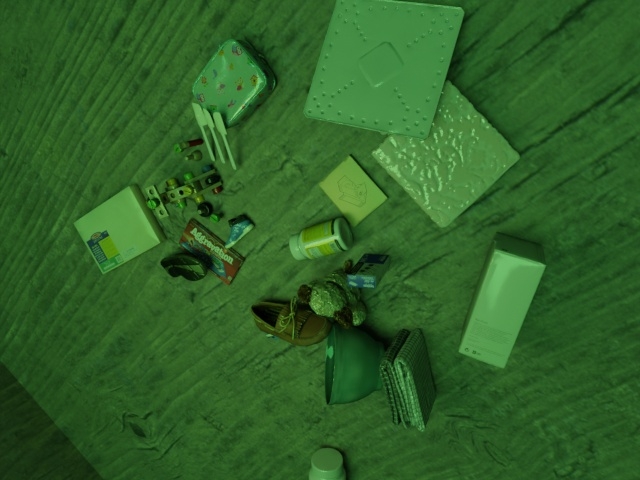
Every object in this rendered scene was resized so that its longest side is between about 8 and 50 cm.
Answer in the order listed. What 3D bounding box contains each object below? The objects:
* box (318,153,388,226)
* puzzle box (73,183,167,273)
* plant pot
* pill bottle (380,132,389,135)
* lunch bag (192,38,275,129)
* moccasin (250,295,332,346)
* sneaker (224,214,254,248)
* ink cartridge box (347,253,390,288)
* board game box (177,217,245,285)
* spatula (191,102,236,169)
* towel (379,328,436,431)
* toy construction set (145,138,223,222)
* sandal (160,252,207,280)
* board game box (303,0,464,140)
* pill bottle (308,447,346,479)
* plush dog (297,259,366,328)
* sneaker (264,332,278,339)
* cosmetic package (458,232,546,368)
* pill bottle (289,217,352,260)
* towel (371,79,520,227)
[{"bbox_3d":[0.112,-0.173,1.647,0.164,0.021,0.201,-41,89,28],"label":"box"},{"bbox_3d":[-0.888,-0.042,2.081,0.408,0.052,0.272,-23,98,27],"label":"puzzle box"},{"bbox_3d":[0.128,0.453,1.727,0.196,0.293,0.293,5,111,-5],"label":"plant pot"},{"bbox_3d":[0.213,-0.394,1.484,0.108,0.108,0.180,-34,93,28],"label":"pill bottle"},{"bbox_3d":[-0.302,-0.548,1.642,0.279,0.108,0.224,-39,89,28],"label":"lunch bag"},{"bbox_3d":[-0.117,0.296,1.781,0.379,0.139,0.147,11,144,45],"label":"moccasin"},{"bbox_3d":[-0.339,-0.040,1.852,0.152,0.058,0.085,-39,96,24],"label":"sneaker"},{"bbox_3d":[0.167,0.102,1.611,0.097,0.207,0.046,3,109,21],"label":"ink cartridge box"},{"bbox_3d":[-0.452,0.047,1.947,0.281,0.027,0.145,37,116,7],"label":"board game box"},{"bbox_3d":[-0.382,-0.375,1.715,0.168,0.019,0.242,23,144,31],"label":"spatula"},{"bbox_3d":[0.309,0.488,1.669,0.121,0.235,0.284,-10,102,27],"label":"towel"},{"bbox_3d":[-0.529,-0.217,1.771,0.257,0.237,0.309,12,111,18],"label":"toy construction set"},{"bbox_3d":[-0.562,0.094,1.957,0.302,0.086,0.120,2,123,45],"label":"sandal"},{"bbox_3d":[0.182,-0.512,1.400,0.389,0.050,0.391,16,89,19],"label":"board game box"},{"bbox_3d":[0.031,1.044,2.008,0.160,0.160,0.284,6,110,20],"label":"pill bottle"},{"bbox_3d":[0.046,0.196,1.681,0.262,0.225,0.211,26,115,13],"label":"plush dog"},{"bbox_3d":[-0.167,0.371,1.927,0.144,0.053,0.059,-5,107,31],"label":"sneaker"},{"bbox_3d":[0.563,0.183,1.485,0.155,0.197,0.366,19,115,15],"label":"cosmetic package"},{"bbox_3d":[0.000,0.000,1.695,0.208,0.119,0.119,-16,101,26],"label":"pill bottle"},{"bbox_3d":[0.375,-0.257,1.430,0.332,0.053,0.317,45,101,-7],"label":"towel"}]
